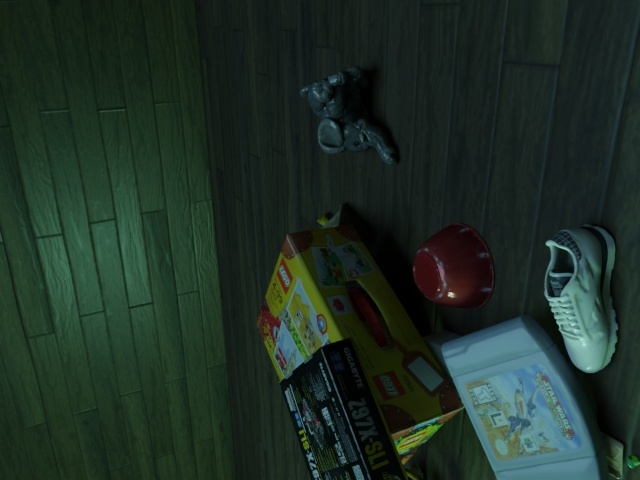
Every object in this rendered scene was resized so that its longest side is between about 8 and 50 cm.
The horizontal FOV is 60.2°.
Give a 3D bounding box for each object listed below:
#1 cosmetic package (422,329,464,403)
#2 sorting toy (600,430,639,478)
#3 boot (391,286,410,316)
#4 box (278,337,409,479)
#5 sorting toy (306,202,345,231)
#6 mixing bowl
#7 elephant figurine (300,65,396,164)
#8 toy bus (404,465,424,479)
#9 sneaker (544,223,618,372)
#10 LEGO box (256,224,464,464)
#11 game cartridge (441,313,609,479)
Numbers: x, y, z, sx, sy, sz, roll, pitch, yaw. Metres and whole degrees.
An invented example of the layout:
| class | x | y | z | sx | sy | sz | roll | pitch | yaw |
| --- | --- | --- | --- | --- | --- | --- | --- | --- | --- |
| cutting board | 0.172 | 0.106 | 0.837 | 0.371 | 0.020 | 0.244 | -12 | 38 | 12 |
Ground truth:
| class | x | y | z | sx | sy | sz | roll | pitch | yaw |
| --- | --- | --- | --- | --- | --- | --- | --- | --- | --- |
| cosmetic package | 0.302 | 0.267 | 1.120 | 0.231 | 0.085 | 0.117 | 4 | 103 | 63 |
| sorting toy | 0.469 | 0.345 | 0.878 | 0.083 | 0.012 | 0.062 | -155 | 58 | -62 |
| boot | 0.193 | 0.234 | 1.323 | 0.246 | 0.094 | 0.207 | -142 | 42 | -63 |
| box | 0.039 | 0.383 | 1.068 | 0.322 | 0.079 | 0.257 | 68 | 150 | 21 |
| sorting toy | 0.000 | 0.000 | 1.552 | 0.229 | 0.041 | 0.307 | -47 | 12 | 22 |
| mixing bowl | 0.253 | 0.060 | 1.120 | 0.181 | 0.098 | 0.181 | 35 | 130 | 56 |
| elephant figurine | 0.065 | -0.282 | 1.336 | 0.186 | 0.169 | 0.239 | -85 | -26 | -74 |
| toy bus | 0.223 | 0.636 | 1.416 | 0.104 | 0.191 | 0.202 | -58 | 25 | -11 |
| sneaker | 0.389 | 0.095 | 0.848 | 0.090 | 0.094 | 0.235 | 8 | 109 | 62 |
| LEGO box | 0.054 | 0.276 | 1.291 | 0.500 | 0.193 | 0.372 | 61 | 145 | 33 |
| game cartridge | 0.348 | 0.285 | 0.937 | 0.198 | 0.062 | 0.297 | -33 | 76 | 43 |
